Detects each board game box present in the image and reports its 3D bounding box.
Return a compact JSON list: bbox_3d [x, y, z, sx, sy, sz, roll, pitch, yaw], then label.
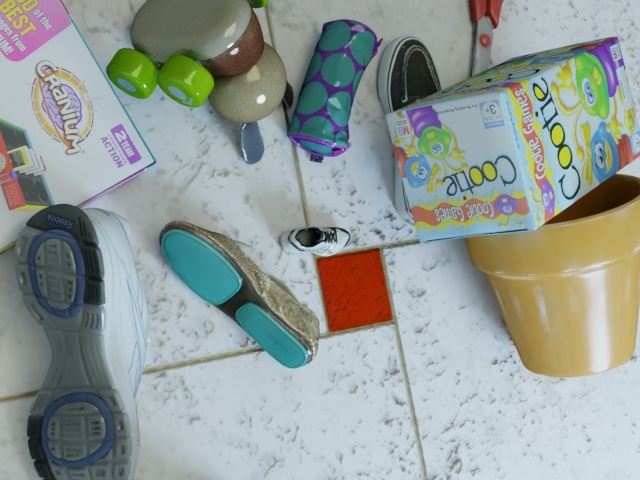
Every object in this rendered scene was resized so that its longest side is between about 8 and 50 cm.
[{"bbox_3d":[0.216,-0.114,1.253,0.275,0.144,0.142,-29,107,-48],"label":"board game box"},{"bbox_3d":[-0.343,-0.095,1.065,0.316,0.064,0.242,-33,97,-28],"label":"board game box"}]

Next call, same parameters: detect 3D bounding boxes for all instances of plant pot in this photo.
[{"bbox_3d":[0.274,0.043,1.299,0.205,0.205,0.188,-20,106,-28],"label":"plant pot"}]

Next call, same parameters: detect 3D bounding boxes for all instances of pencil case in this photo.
[{"bbox_3d":[0.015,-0.163,1.261,0.070,0.064,0.152,19,73,-7],"label":"pencil case"}]

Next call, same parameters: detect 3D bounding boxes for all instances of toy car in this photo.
[{"bbox_3d":[-0.094,-0.172,1.195,0.155,0.149,0.188,-60,137,-18],"label":"toy car"}]

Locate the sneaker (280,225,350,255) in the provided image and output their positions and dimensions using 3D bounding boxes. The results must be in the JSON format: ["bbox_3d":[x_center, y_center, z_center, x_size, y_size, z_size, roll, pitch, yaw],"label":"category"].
[{"bbox_3d":[0.000,0.000,1.242,0.083,0.037,0.032,-6,83,-29],"label":"sneaker"}]

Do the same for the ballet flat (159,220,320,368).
[{"bbox_3d":[-0.078,0.045,1.188,0.206,0.073,0.067,47,37,-16],"label":"ballet flat"}]

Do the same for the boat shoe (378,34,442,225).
[{"bbox_3d":[0.120,-0.127,1.305,0.077,0.070,0.219,-4,84,-28],"label":"boat shoe"}]

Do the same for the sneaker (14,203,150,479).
[{"bbox_3d":[-0.198,0.109,1.079,0.129,0.111,0.297,-23,115,-68],"label":"sneaker"}]

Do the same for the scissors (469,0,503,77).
[{"bbox_3d":[0.205,-0.254,1.398,0.109,0.021,0.297,0,80,-29],"label":"scissors"}]
